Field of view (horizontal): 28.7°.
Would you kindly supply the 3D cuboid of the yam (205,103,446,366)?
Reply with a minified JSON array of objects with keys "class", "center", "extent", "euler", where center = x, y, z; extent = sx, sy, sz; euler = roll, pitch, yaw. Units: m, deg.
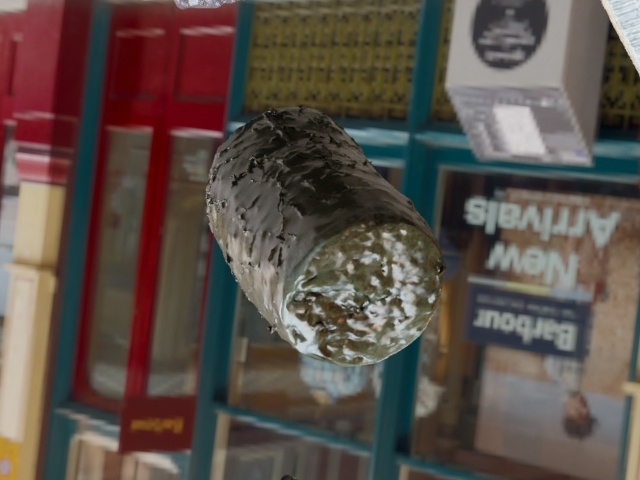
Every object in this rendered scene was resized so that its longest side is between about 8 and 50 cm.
[{"class":"yam","center":[0.000,0.000,0.660],"extent":[0.107,0.107,0.183],"euler":[7,-163,-17]}]

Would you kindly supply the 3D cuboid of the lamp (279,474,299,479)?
[{"class":"lamp","center":[-0.044,0.323,0.959],"extent":[0.147,0.172,0.227],"euler":[35,-153,-33]}]

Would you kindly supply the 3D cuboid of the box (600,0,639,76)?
[{"class":"box","center":[0.145,-0.088,0.512],"extent":[0.022,0.089,0.156],"euler":[-14,135,30]}]

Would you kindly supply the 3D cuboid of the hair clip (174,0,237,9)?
[{"class":"hair clip","center":[-0.015,-0.211,0.788],"extent":[0.300,0.069,0.173],"euler":[-6,148,-33]}]
